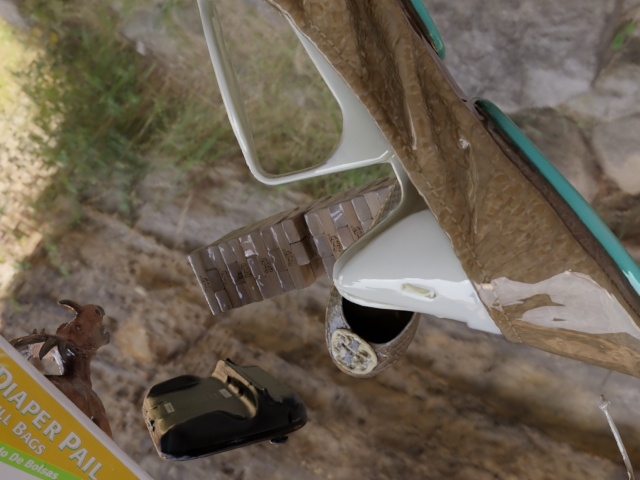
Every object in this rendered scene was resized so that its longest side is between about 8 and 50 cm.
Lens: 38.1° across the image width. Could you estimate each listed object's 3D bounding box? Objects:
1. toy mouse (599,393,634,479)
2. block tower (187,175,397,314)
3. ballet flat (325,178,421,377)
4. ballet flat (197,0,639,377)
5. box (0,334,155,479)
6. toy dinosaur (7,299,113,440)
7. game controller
[{"bbox_3d":[0.195,0.165,0.457,0.143,0.161,0.031,9,160,-15],"label":"toy mouse"},{"bbox_3d":[0.000,0.000,1.146,0.097,0.335,0.091,-37,-73,-59],"label":"block tower"},{"bbox_3d":[0.062,0.020,0.744,0.084,0.250,0.058,32,-149,8],"label":"ballet flat"},{"bbox_3d":[0.031,-0.049,0.446,0.342,0.124,0.116,54,-175,-2],"label":"ballet flat"},{"bbox_3d":[-0.203,0.143,0.578,0.203,0.103,0.114,45,150,-5],"label":"box"},{"bbox_3d":[-0.316,0.196,1.083,0.296,0.127,0.200,-113,9,-77],"label":"toy dinosaur"},{"bbox_3d":[-0.125,0.203,1.117,0.319,0.166,0.067,180,69,-75],"label":"game controller"}]
